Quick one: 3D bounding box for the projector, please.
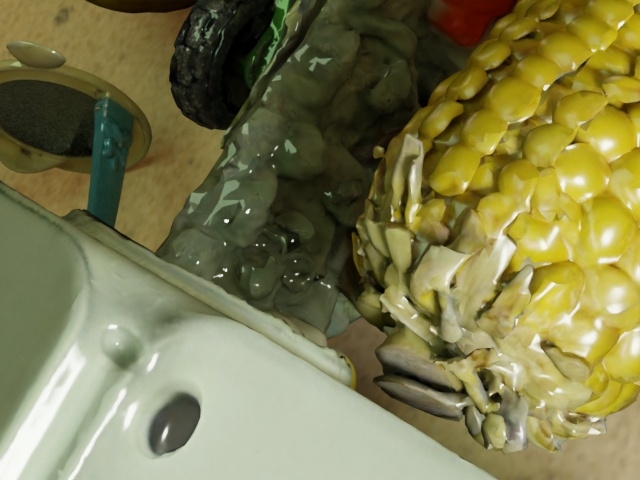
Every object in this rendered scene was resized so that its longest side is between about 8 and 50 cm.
[{"bbox_3d":[-0.032,0.125,0.476,0.108,0.250,0.198,24,81,50],"label":"projector"}]

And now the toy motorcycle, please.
[{"bbox_3d":[0.006,-0.122,0.719,0.074,0.106,0.190,25,86,30],"label":"toy motorcycle"}]

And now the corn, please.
[{"bbox_3d":[0.126,-0.068,0.539,0.318,0.115,0.115,-47,39,-12],"label":"corn"}]

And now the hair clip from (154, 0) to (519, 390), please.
[{"bbox_3d":[0.001,0.002,0.638,0.091,0.138,0.321,30,85,20],"label":"hair clip"}]

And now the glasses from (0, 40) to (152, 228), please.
[{"bbox_3d":[-0.142,0.044,0.804,0.189,0.088,0.221,-21,71,33],"label":"glasses"}]

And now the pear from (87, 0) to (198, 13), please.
[{"bbox_3d":[-0.071,-0.201,0.787,0.200,0.200,0.200,-24,49,31],"label":"pear"}]
